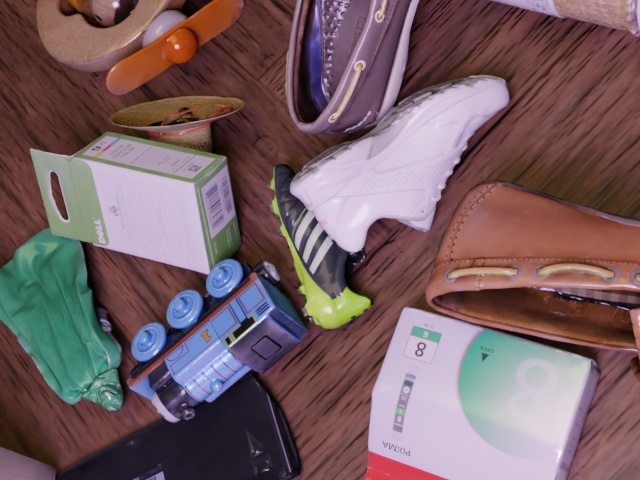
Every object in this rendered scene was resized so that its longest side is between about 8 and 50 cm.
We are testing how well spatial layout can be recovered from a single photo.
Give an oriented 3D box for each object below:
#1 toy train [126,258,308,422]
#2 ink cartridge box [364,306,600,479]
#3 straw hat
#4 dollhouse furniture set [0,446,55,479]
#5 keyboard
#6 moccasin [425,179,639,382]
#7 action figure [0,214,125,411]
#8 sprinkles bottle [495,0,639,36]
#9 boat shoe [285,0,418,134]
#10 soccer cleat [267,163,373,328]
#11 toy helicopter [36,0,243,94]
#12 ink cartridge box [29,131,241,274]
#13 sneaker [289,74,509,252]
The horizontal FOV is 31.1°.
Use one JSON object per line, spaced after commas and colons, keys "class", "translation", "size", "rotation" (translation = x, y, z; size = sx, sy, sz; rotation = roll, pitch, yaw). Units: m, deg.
{"class": "toy train", "translation": [-0.104, 0.098, 1.106], "size": [0.184, 0.080, 0.105], "rotation": [-40, 44, 7]}
{"class": "ink cartridge box", "translation": [0.120, 0.186, 0.991], "size": [0.181, 0.056, 0.224], "rotation": [15, 76, 30]}
{"class": "straw hat", "translation": [-0.148, -0.110, 1.224], "size": [0.145, 0.144, 0.061], "rotation": [4, 113, 27]}
{"class": "dollhouse furniture set", "translation": [-0.341, 0.315, 1.060], "size": [0.212, 0.161, 0.242], "rotation": [-13, 61, 21]}
{"class": "keyboard", "translation": [-0.158, 0.276, 1.103], "size": [0.317, 0.033, 0.201], "rotation": [-29, 55, 14]}
{"class": "moccasin", "translation": [0.267, 0.058, 0.891], "size": [0.380, 0.139, 0.147], "rotation": [17, 61, 18]}
{"class": "action figure", "translation": [-0.265, 0.093, 1.204], "size": [0.137, 0.063, 0.232], "rotation": [-42, 55, 4]}
{"class": "sprinkles bottle", "translation": [0.205, -0.276, 1.086], "size": [0.355, 0.121, 0.121], "rotation": [22, 81, 31]}
{"class": "boat shoe", "translation": [0.034, -0.255, 1.082], "size": [0.117, 0.097, 0.324], "rotation": [25, 117, 30]}
{"class": "soccer cleat", "translation": [0.000, 0.000, 1.121], "size": [0.072, 0.060, 0.178], "rotation": [-21, 69, 6]}
{"class": "toy helicopter", "translation": [-0.155, -0.298, 1.264], "size": [0.355, 0.140, 0.235], "rotation": [-27, 63, 11]}
{"class": "ink cartridge box", "translation": [-0.189, -0.045, 1.183], "size": [0.209, 0.109, 0.062], "rotation": [12, 38, 27]}
{"class": "sneaker", "translation": [0.090, -0.071, 1.094], "size": [0.232, 0.090, 0.115], "rotation": [-32, 102, -7]}
